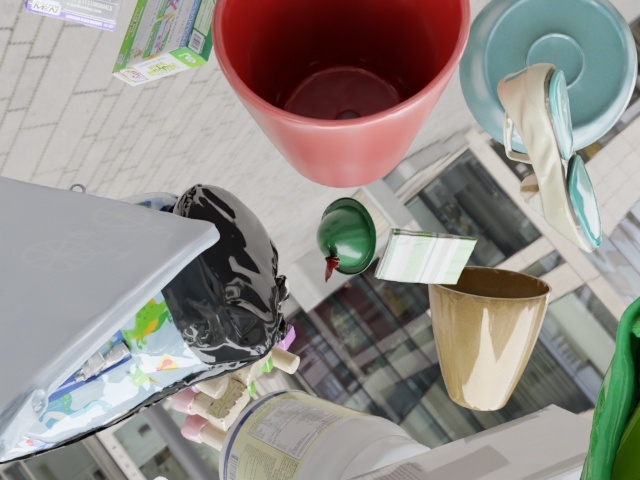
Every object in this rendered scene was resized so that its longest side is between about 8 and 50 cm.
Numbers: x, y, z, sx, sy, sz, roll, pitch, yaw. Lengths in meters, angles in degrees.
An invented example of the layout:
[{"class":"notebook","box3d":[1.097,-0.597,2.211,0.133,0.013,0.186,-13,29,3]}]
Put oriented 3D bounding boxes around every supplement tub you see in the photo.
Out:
[{"class":"supplement tub","box3d":[0.013,0.374,0.900,0.235,0.235,0.325,-36,-161,-32]}]

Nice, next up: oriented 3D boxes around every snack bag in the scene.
[{"class":"snack bag","box3d":[-0.272,0.017,0.394,0.323,0.343,0.037,-61,162,-66]}]

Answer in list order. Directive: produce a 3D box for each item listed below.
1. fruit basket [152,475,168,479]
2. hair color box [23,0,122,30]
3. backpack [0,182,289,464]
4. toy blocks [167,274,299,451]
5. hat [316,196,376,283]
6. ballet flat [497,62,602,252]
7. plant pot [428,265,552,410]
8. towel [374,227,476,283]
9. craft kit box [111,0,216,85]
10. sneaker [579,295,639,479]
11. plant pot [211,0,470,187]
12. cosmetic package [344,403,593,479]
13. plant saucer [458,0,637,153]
[{"class":"fruit basket","box3d":[-0.187,0.468,0.639,0.327,0.353,0.165,-34,-178,27]},{"class":"hair color box","box3d":[-0.579,-0.618,1.304,0.185,0.339,0.110,1,133,-37]},{"class":"backpack","box3d":[-0.243,0.084,0.622,0.355,0.273,0.290,-39,-163,12]},{"class":"toy blocks","box3d":[-0.226,0.215,1.180,0.288,0.260,0.309,-51,151,-36]},{"class":"hat","box3d":[0.000,0.000,1.205,0.184,0.173,0.208,-9,177,-39]},{"class":"ballet flat","box3d":[0.266,-0.090,0.682,0.086,0.248,0.086,-21,-153,12]},{"class":"plant pot","box3d":[0.331,0.202,1.175,0.237,0.254,0.237,1,-169,0]},{"class":"towel","box3d":[0.178,0.028,0.994,0.023,0.152,0.113,-98,-162,-47]},{"class":"craft kit box","box3d":[-0.254,-0.412,1.027,0.247,0.249,0.061,4,164,42]},{"class":"sneaker","box3d":[0.217,0.048,0.282,0.295,0.109,0.123,-58,142,-14]},{"class":"plant pot","box3d":[0.028,-0.199,0.714,0.275,0.275,0.243,-38,163,-9]},{"class":"cosmetic package","box3d":[0.185,0.348,0.667,0.366,0.197,0.155,-14,-176,-16]},{"class":"plant saucer","box3d":[0.409,-0.312,1.026,0.317,0.317,0.044,-39,180,2]}]
